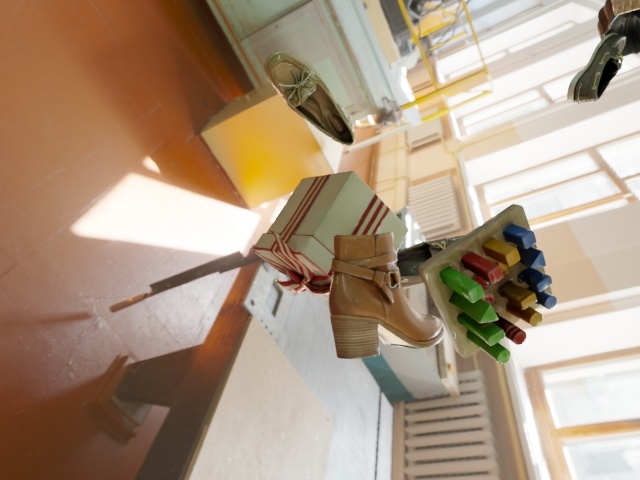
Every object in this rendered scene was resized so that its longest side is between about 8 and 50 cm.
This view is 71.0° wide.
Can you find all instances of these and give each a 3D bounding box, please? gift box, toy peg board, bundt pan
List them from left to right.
[{"bbox_3d":[0.000,0.000,1.056,0.276,0.255,0.258,38,71,-24],"label":"gift box"},{"bbox_3d":[0.238,0.066,0.580,0.161,0.161,0.079,60,-7,-24],"label":"toy peg board"},{"bbox_3d":[1.080,-0.776,1.480,0.331,0.331,0.124,31,43,-58],"label":"bundt pan"}]

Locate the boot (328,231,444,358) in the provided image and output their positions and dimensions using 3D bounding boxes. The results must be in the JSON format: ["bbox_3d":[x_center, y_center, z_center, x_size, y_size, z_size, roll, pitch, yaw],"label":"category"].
[{"bbox_3d":[0.129,0.095,0.853,0.284,0.109,0.220,1,83,-33],"label":"boot"}]

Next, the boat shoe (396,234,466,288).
[{"bbox_3d":[0.298,0.053,1.206,0.097,0.325,0.116,46,30,-66],"label":"boat shoe"}]

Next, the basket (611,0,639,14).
[{"bbox_3d":[0.745,-0.623,1.036,0.103,0.113,0.167,-32,112,-25],"label":"basket"}]

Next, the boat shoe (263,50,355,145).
[{"bbox_3d":[-0.014,-0.341,1.088,0.285,0.104,0.089,34,21,-30],"label":"boat shoe"}]

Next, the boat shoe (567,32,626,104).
[{"bbox_3d":[0.911,-0.553,1.446,0.305,0.091,0.109,-50,132,-13],"label":"boat shoe"}]
